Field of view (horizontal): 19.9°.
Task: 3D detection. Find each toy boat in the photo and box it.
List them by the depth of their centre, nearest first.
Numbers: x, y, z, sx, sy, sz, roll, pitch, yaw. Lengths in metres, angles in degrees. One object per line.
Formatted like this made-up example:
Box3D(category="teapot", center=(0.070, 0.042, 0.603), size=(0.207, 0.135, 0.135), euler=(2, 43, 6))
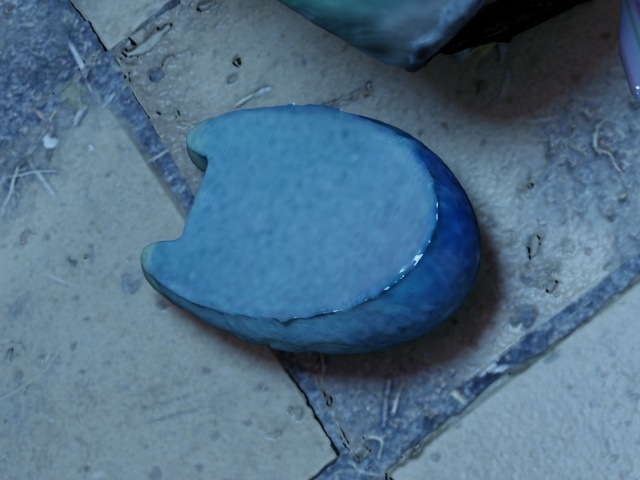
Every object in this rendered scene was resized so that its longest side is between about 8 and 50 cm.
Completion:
Box3D(category="toy boat", center=(0.000, 0.000, 1.583), size=(0.330, 0.123, 0.215), euler=(6, 67, 36))

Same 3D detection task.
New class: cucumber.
Box3D(category="cucumber", center=(0.163, -0.194, 1.604), size=(0.163, 0.043, 0.039), euler=(-25, 107, 17))

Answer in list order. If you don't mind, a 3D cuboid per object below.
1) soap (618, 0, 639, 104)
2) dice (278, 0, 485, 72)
Box3D(category="soap", center=(0.305, -0.146, 1.513), size=(0.100, 0.056, 0.149), euler=(-20, 67, 14))
Box3D(category="dice", center=(0.035, -0.355, 1.488), size=(0.348, 0.330, 0.328), euler=(35, 100, -1))
